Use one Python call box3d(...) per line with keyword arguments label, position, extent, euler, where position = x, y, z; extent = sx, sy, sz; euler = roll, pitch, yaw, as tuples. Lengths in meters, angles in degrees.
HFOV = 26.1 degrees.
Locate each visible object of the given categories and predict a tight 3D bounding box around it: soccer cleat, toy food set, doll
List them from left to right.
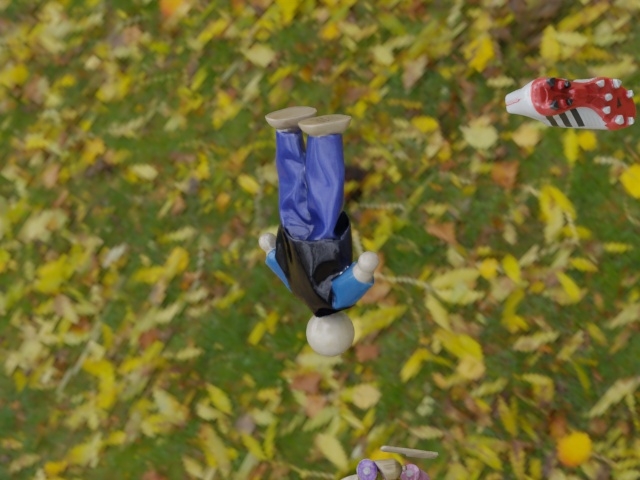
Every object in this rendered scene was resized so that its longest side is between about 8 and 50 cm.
box3d(label="doll", position=(0.000, 0.000, 1.024), extent=(0.129, 0.046, 0.189), euler=(17, 118, 46))
box3d(label="toy food set", position=(0.061, 0.228, 1.287), extent=(0.122, 0.078, 0.019), euler=(123, 151, -50))
box3d(label="soccer cleat", position=(0.137, -0.074, 0.749), extent=(0.036, 0.083, 0.029), euler=(-9, 82, 53))
